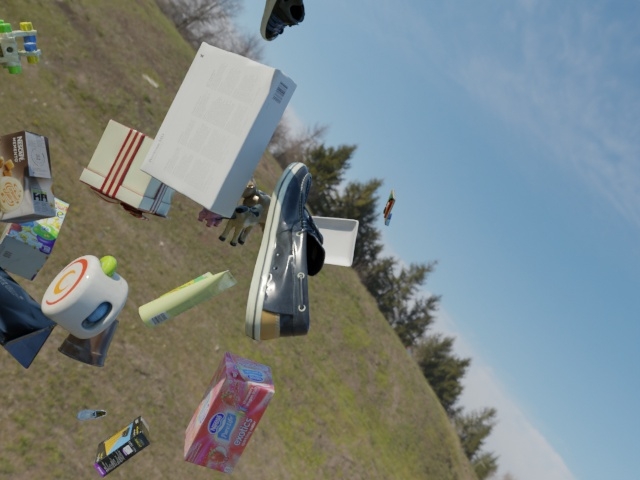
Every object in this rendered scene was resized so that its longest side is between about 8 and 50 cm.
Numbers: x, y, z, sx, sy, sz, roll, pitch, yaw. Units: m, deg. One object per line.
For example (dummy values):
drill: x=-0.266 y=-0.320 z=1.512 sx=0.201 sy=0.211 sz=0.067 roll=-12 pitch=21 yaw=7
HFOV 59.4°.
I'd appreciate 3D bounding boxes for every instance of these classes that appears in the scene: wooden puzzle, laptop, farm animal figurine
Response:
wooden puzzle: x=0.161 y=-0.080 z=1.327 sx=0.014 sy=0.078 sz=0.116 roll=16 pitch=17 yaw=-1
laptop: x=-0.919 y=0.172 z=1.455 sx=0.382 sy=0.236 sz=0.408 roll=44 pitch=1 yaw=-1
farm animal figurine: x=-0.203 y=-0.103 z=1.675 sx=0.327 sy=0.172 sz=0.330 roll=20 pitch=16 yaw=-36

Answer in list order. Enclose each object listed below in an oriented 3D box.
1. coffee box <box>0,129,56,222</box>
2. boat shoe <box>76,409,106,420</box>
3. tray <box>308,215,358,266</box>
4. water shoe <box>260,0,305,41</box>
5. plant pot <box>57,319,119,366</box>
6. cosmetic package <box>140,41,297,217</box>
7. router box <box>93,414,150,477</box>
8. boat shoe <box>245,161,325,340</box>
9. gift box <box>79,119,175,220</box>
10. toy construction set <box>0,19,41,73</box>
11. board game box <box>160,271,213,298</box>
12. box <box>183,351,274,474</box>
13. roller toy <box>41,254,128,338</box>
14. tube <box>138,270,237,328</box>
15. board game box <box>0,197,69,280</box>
coffee box: x=-0.878 y=-0.183 z=1.655 sx=0.098 sy=0.141 sz=0.246 roll=8 pitch=74 yaw=-75
boat shoe: x=-0.777 y=0.592 z=1.909 sx=0.100 sy=0.035 sz=0.035 roll=16 pitch=61 yaw=-48
tray: x=0.000 y=0.000 z=1.765 sx=0.270 sy=0.145 sz=0.030 roll=6 pitch=-7 yaw=35
water shoe: x=-0.077 y=-0.476 z=1.198 sx=0.080 sy=0.073 sz=0.203 roll=30 pitch=-14 yaw=-4
plant pot: x=-0.799 y=0.334 z=1.963 sx=0.167 sy=0.165 sz=0.167 roll=23 pitch=-10 yaw=4
cosmetic package: x=-0.266 y=-0.286 z=1.435 sx=0.284 sy=0.377 sz=0.097 roll=29 pitch=3 yaw=28
router box: x=-0.514 y=0.531 z=1.462 sx=0.046 sy=0.133 sz=0.179 roll=58 pitch=-18 yaw=-6
boat shoe: x=-0.063 y=0.018 z=1.358 sx=0.187 sy=0.156 sz=0.500 roll=96 pitch=2 yaw=-53
gift box: x=-0.601 y=-0.214 z=1.886 sx=0.255 sy=0.258 sz=0.276 roll=26 pitch=-1 yaw=14
toy construction set: x=-0.883 y=-0.467 z=1.400 sx=0.215 sy=0.328 sz=0.151 roll=-123 pitch=-166 yaw=-57
board game box: x=-0.426 y=0.174 z=1.844 sx=0.092 sy=0.181 sz=0.043 roll=27 pitch=-39 yaw=59
box: x=-0.268 y=0.499 z=1.630 sx=0.154 sy=0.300 sz=0.142 roll=25 pitch=12 yaw=-17
roller toy: x=-0.605 y=0.150 z=1.457 sx=0.146 sy=0.209 sz=0.191 roll=49 pitch=38 yaw=-35
tube: x=-0.325 y=0.140 z=1.387 sx=0.070 sy=0.240 sz=0.062 roll=-124 pitch=-170 yaw=-72
board game box: x=-0.959 y=-0.028 z=1.863 sx=0.142 sy=0.144 sz=0.275 roll=30 pitch=29 yaw=-29
